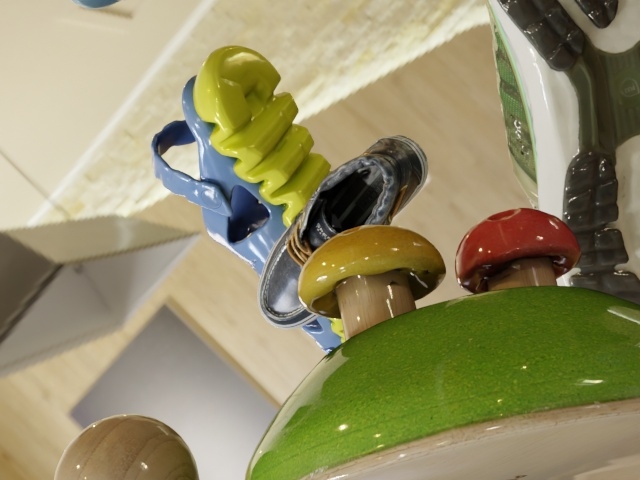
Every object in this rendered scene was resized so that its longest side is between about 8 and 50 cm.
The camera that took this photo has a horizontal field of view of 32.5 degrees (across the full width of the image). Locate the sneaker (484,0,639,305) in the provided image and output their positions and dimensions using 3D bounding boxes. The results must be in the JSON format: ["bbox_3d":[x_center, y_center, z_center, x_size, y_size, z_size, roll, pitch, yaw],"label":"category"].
[{"bbox_3d":[0.157,-0.138,0.710,0.158,0.410,0.182,-12,13,-7],"label":"sneaker"}]

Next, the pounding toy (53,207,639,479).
[{"bbox_3d":[0.031,0.048,0.423,0.237,0.110,0.183,-21,-24,21],"label":"pounding toy"}]

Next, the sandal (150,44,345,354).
[{"bbox_3d":[-0.046,-0.023,1.011,0.138,0.317,0.126,-18,21,37],"label":"sandal"}]

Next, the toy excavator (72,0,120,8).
[{"bbox_3d":[0.034,-0.274,0.591,0.433,0.445,0.222,-59,-1,21],"label":"toy excavator"}]

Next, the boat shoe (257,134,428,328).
[{"bbox_3d":[0.000,0.000,0.788,0.183,0.065,0.083,-52,-10,24],"label":"boat shoe"}]
